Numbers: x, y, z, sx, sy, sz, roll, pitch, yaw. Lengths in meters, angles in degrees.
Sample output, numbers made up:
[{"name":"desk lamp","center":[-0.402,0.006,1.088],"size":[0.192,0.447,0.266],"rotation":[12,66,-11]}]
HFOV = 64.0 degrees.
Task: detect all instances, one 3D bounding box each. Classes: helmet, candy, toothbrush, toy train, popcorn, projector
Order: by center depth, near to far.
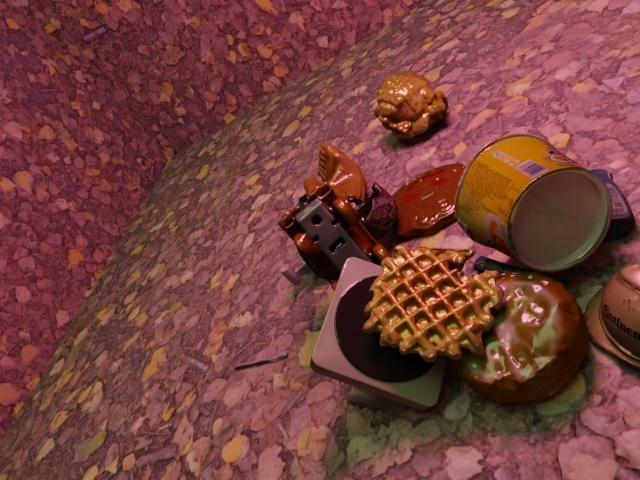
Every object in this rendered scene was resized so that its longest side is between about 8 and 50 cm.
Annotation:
[{"name":"helmet","center":[0.541,0.097,0.828],"size":[0.204,0.137,0.257],"rotation":[-49,31,-14]},{"name":"candy","center":[0.355,0.174,0.953],"size":[0.260,0.118,0.260],"rotation":[-30,33,22]},{"name":"projector","center":[0.136,0.190,1.066],"size":[0.259,0.079,0.257],"rotation":[19,61,5]},{"name":"toy train","center":[0.067,0.037,1.263],"size":[0.163,0.369,0.231],"rotation":[-40,3,0]},{"name":"toothbrush","center":[-0.167,0.334,1.414],"size":[0.193,0.013,0.019],"rotation":[-22,29,28]},{"name":"helmet","center":[0.156,-0.061,1.422],"size":[0.153,0.107,0.177],"rotation":[-52,16,49]},{"name":"popcorn","center":[0.302,-0.454,1.746],"size":[0.212,0.259,0.259],"rotation":[-48,28,16]}]

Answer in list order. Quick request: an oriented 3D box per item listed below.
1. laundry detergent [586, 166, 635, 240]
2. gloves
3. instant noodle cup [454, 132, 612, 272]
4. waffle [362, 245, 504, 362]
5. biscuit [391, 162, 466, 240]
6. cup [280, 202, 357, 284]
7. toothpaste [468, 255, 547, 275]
[{"name":"laundry detergent","center":[0.591,-0.090,1.090],"size":[0.096,0.061,0.206],"rotation":[-24,34,31]},{"name":"gloves","center":[0.052,-0.176,1.700],"size":[0.203,0.155,0.356],"rotation":[-36,46,20]},{"name":"instant noodle cup","center":[0.427,-0.069,1.020],"size":[0.264,0.264,0.200],"rotation":[-37,21,6]},{"name":"waffle","center":[0.214,0.113,0.986],"size":[0.261,0.056,0.250],"rotation":[5,55,26]},{"name":"biscuit","center":[0.306,-0.116,1.453],"size":[0.273,0.049,0.257],"rotation":[-32,32,16]},{"name":"cup","center":[0.000,0.000,1.510],"size":[0.299,0.173,0.167],"rotation":[-43,32,-6]},{"name":"toothpaste","center":[0.401,0.069,1.121],"size":[0.197,0.035,0.057],"rotation":[26,86,56]}]
